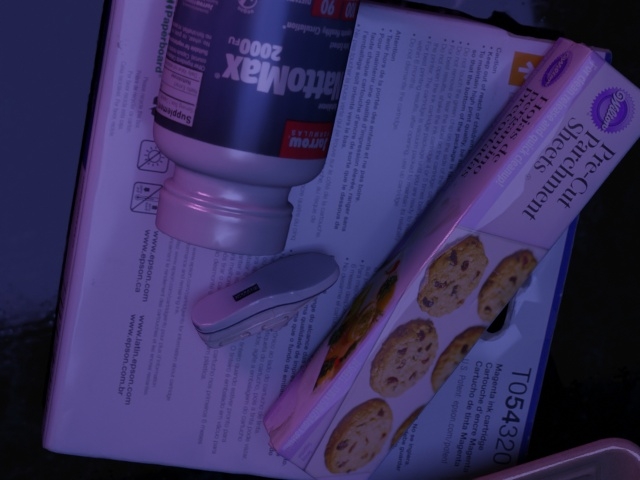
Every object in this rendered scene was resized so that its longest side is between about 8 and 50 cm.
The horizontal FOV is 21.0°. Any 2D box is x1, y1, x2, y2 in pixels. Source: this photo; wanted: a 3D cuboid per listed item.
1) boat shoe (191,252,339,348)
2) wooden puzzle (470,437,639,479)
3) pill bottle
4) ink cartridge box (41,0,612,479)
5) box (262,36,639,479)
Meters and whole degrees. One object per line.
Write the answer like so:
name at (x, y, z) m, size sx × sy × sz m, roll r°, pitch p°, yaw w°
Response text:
boat shoe at (-0.033, 0.041, 1.110) m, size 0.100 × 0.035 × 0.035 m, roll -25°, pitch 134°, yaw -7°
wooden puzzle at (0.110, 0.232, 1.204) m, size 0.238 × 0.044 × 0.221 m, roll -13°, pitch 133°, yaw -4°
pill bottle at (-0.042, -0.088, 1.034) m, size 0.108 × 0.108 × 0.180 m, roll 10°, pitch 102°, yaw -11°
ink cartridge box at (0.000, 0.000, 1.154) m, size 0.330 × 0.071 × 0.324 m, roll 8°, pitch 102°, yaw -14°
box at (0.086, 0.019, 1.107) m, size 0.067 × 0.063 × 0.324 m, roll 37°, pitch 95°, yaw -18°
